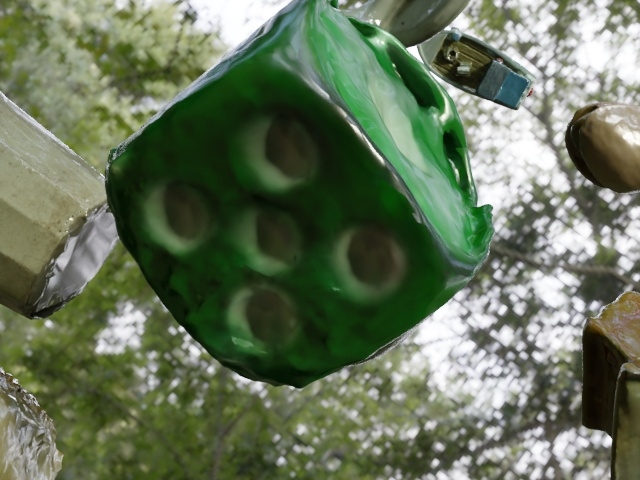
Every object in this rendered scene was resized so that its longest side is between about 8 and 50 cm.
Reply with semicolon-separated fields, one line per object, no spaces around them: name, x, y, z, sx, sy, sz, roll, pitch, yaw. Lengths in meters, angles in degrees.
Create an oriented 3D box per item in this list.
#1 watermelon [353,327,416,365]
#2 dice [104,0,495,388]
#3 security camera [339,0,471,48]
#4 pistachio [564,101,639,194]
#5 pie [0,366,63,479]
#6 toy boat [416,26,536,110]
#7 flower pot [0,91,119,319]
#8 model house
watermelon;0.000;0.000;0.951;0.212;0.212;0.212;31;-29;20
dice;-0.008;-0.023;0.508;0.120;0.128;0.131;-33;-77;25
security camera;0.050;-0.213;1.184;0.080;0.301;0.157;35;10;-30
pistachio;0.360;-0.111;1.421;0.149;0.113;0.113;28;-19;-29
pie;-0.278;0.127;0.574;0.315;0.092;0.315;-7;-30;-4
toy boat;0.195;-0.222;1.527;0.173;0.059;0.069;28;-72;-1
flower pot;-0.304;-0.031;1.102;0.203;0.212;0.212;36;-28;9
model house;0.338;0.187;1.214;0.239;0.174;0.267;-112;-162;-64
